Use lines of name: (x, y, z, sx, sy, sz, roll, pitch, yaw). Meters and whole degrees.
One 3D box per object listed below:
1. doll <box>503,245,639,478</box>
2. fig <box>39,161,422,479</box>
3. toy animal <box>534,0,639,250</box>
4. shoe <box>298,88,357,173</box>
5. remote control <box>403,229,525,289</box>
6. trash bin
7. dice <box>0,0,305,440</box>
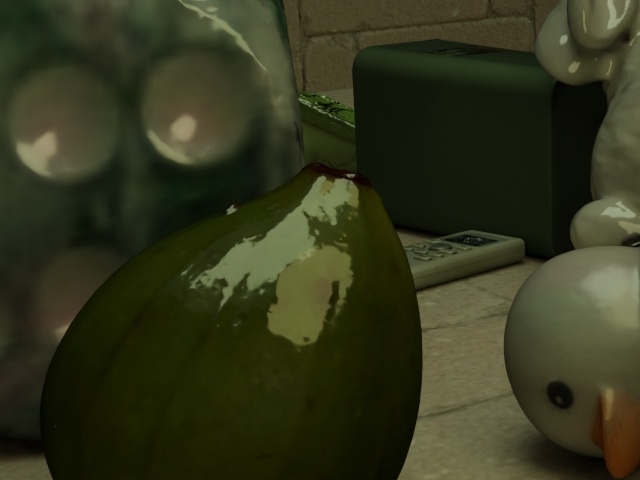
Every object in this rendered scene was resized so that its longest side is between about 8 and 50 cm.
doll: (0.224, 0.043, 0.708, 0.221, 0.221, 0.251, 3, 47, 28)
fig: (-0.042, 0.060, 0.630, 0.202, 0.225, 0.203, 19, 5, -2)
toy animal: (0.312, -0.137, 1.059, 0.257, 0.194, 0.357, -7, 52, -15)
shoe: (0.047, -0.143, 1.731, 0.262, 0.128, 0.140, 30, 34, 15)
remote control: (0.117, 0.021, 1.181, 0.190, 0.029, 0.087, -13, 15, -33)
trash bin: (0.202, -0.115, 1.330, 0.158, 0.223, 0.343, -12, 16, -32)
dice: (-0.184, -0.049, 0.907, 0.327, 0.331, 0.348, -6, 14, -6)
